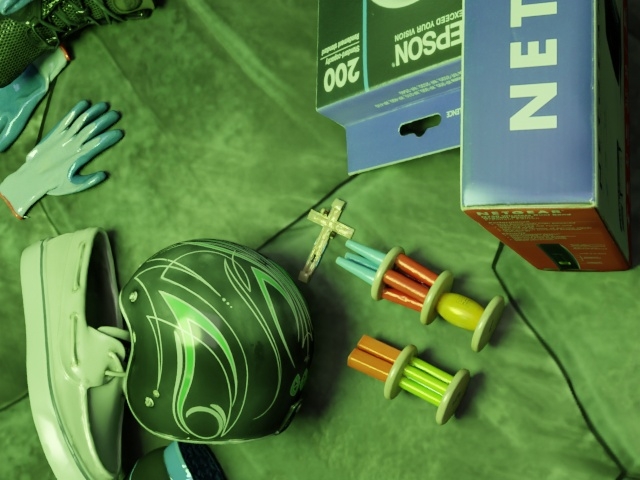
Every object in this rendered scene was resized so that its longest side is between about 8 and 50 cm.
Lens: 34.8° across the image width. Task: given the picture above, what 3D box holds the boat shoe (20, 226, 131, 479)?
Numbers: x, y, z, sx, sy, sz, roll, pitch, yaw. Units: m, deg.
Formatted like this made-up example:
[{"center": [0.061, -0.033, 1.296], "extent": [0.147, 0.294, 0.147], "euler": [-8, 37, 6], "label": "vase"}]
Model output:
[{"center": [-0.213, 0.110, 0.958], "extent": [0.088, 0.096, 0.267], "euler": [-21, 60, 12], "label": "boat shoe"}]

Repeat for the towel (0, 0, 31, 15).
[{"center": [-0.280, -0.355, 1.023], "extent": [0.209, 0.034, 0.285], "euler": [-37, 52, -1], "label": "towel"}]

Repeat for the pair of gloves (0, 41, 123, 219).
[{"center": [-0.296, -0.119, 1.064], "extent": [0.159, 0.023, 0.198], "euler": [-40, 70, 11], "label": "pair of gloves"}]

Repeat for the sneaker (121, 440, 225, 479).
[{"center": [-0.104, 0.292, 0.906], "extent": [0.090, 0.081, 0.232], "euler": [-36, 65, 14], "label": "sneaker"}]

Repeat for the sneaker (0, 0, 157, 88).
[{"center": [-0.252, -0.235, 1.018], "extent": [0.130, 0.087, 0.227], "euler": [31, 77, 23], "label": "sneaker"}]

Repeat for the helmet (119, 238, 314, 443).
[{"center": [-0.089, 0.080, 0.885], "extent": [0.169, 0.169, 0.162], "euler": [6, 100, 21], "label": "helmet"}]

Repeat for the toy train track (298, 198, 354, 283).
[{"center": [0.000, 0.000, 0.943], "extent": [0.048, 0.014, 0.083], "euler": [25, 92, 22], "label": "toy train track"}]

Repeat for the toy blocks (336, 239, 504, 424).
[{"center": [0.067, 0.073, 0.886], "extent": [0.148, 0.054, 0.123], "euler": [26, 91, 21], "label": "toy blocks"}]

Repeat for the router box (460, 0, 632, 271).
[{"center": [0.176, -0.158, 0.750], "extent": [0.082, 0.301, 0.335], "euler": [-1, 82, 20], "label": "router box"}]

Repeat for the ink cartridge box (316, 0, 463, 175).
[{"center": [0.072, -0.174, 0.874], "extent": [0.206, 0.045, 0.208], "euler": [-12, 77, 52], "label": "ink cartridge box"}]
